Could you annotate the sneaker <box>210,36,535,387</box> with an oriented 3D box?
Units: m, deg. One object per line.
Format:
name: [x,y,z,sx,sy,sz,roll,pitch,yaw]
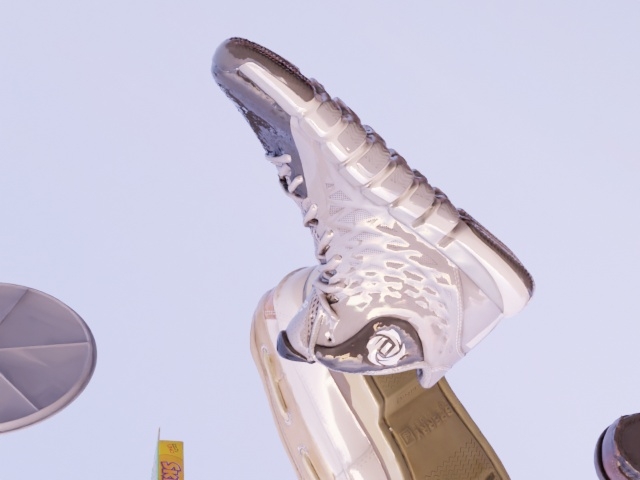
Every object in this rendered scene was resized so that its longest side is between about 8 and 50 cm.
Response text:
sneaker: [0.000,0.000,1.014,0.228,0.132,0.086,41,-173,-7]

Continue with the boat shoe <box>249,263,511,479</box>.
boat shoe: [0.047,0.157,1.185,0.113,0.103,0.302,-18,-93,-44]

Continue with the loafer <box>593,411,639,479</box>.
loafer: [0.358,0.171,1.332,0.302,0.095,0.109,14,-126,-1]

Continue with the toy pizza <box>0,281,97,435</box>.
toy pizza: [-0.289,0.105,1.525,0.201,0.032,0.201,3,-144,-2]

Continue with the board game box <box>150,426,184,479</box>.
board game box: [-0.160,0.326,1.851,0.039,0.124,0.259,2,-136,-11]
